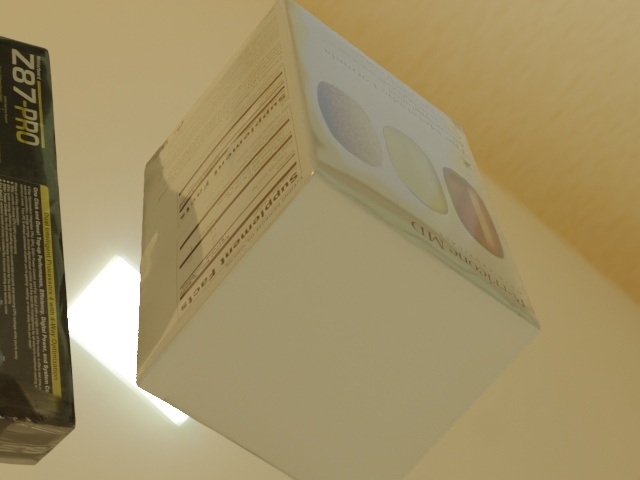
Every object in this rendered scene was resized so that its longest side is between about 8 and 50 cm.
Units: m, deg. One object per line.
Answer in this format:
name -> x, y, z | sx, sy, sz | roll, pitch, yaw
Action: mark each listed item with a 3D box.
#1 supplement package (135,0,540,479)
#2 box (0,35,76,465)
supplement package -> 0.000, 0.000, 0.849 | 0.139, 0.134, 0.244 | 34, -161, -20
box -> -0.374, -0.022, 1.405 | 0.318, 0.097, 0.395 | 10, -124, -32
